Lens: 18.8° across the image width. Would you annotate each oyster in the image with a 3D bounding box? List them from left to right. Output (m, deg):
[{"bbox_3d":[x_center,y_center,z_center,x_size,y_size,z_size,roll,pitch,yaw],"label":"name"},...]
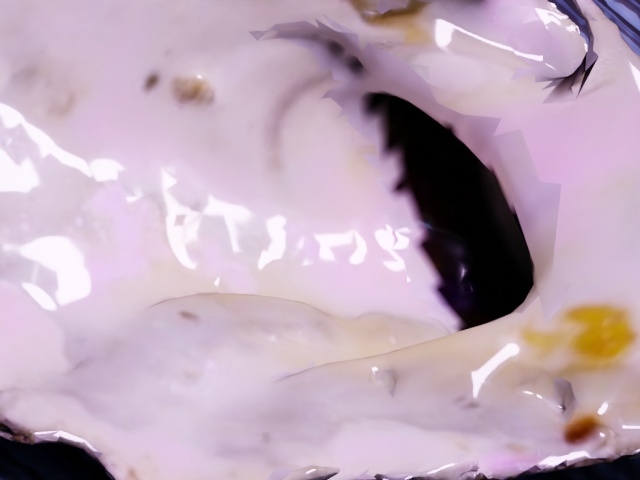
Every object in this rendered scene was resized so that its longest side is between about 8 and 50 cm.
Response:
[{"bbox_3d":[-0.005,-0.008,0.386,0.209,0.072,0.132,-4,74,-5],"label":"oyster"}]
